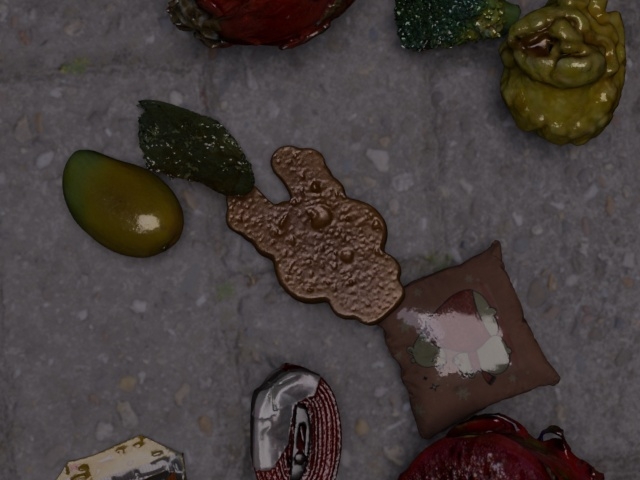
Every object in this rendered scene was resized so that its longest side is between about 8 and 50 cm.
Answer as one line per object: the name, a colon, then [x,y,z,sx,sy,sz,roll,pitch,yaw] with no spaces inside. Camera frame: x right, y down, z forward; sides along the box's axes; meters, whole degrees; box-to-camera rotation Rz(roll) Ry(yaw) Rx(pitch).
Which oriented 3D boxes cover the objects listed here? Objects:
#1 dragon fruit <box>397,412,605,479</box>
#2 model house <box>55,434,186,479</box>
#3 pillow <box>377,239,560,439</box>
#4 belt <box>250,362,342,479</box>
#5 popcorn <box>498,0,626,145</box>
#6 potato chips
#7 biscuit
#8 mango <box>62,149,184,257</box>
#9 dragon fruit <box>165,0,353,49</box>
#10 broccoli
dragon fruit: [0.283,0.435,1.420,0.249,0.386,0.371,2,115,-40]
model house: [-0.281,0.398,1.454,0.219,0.136,0.207,-16,90,-6]
pillow: [0.207,0.145,1.532,0.223,0.084,0.236,-21,86,2]
belt: [-0.036,0.279,1.489,0.128,0.124,0.201,1,88,-7]
popcorn: [0.360,-0.253,1.511,0.200,0.203,0.226,42,90,3]
potato chips: [-0.189,-0.131,1.513,0.142,0.026,0.209,-27,71,-26]
biscuit: [0.000,0.001,1.527,0.186,0.044,0.295,-39,79,-2]
mango: [-0.286,-0.055,1.498,0.194,0.092,0.130,45,86,2]
dragon fruit: [-0.059,-0.409,1.445,0.277,0.277,0.342,44,72,-2]
broccoli: [0.220,-0.356,1.535,0.194,0.219,0.194,22,52,-31]
